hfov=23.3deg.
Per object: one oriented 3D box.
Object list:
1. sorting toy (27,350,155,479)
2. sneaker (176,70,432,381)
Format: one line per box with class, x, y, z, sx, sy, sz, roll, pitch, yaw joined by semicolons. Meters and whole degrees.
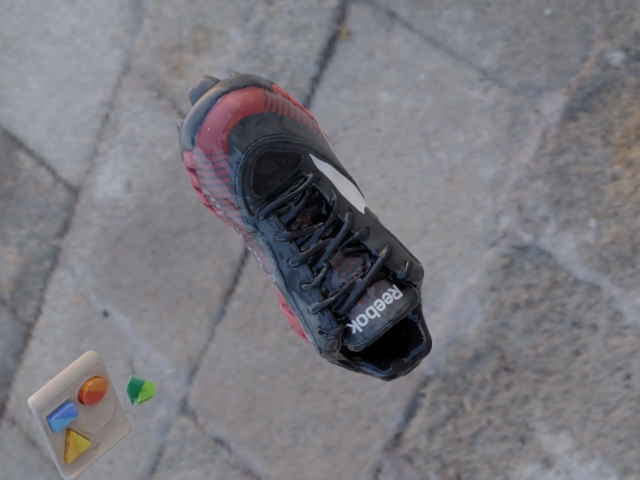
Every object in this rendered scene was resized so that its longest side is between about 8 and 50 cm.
sorting toy;-0.136;0.100;0.953;0.012;0.083;0.062;7;127;44
sneaker;0.000;0.000;1.058;0.097;0.276;0.135;-39;41;-8
